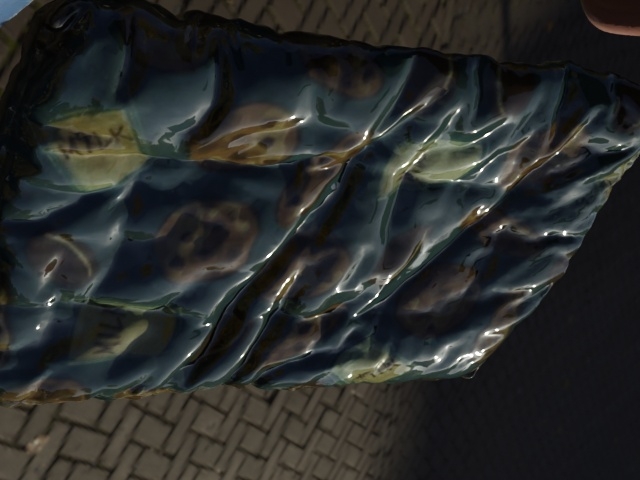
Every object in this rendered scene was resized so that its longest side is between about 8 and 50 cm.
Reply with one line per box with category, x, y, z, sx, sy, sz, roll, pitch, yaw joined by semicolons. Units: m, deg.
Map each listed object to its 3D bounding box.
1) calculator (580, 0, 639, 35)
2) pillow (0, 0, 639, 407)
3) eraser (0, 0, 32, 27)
calculator;0.308;-0.288;0.747;0.048;0.220;0.330;27;80;-45
pillow;-0.001;-0.001;0.398;0.255;0.034;0.189;3;135;-26
eraser;-0.285;-0.197;0.718;0.042;0.312;0.144;-19;89;-48
